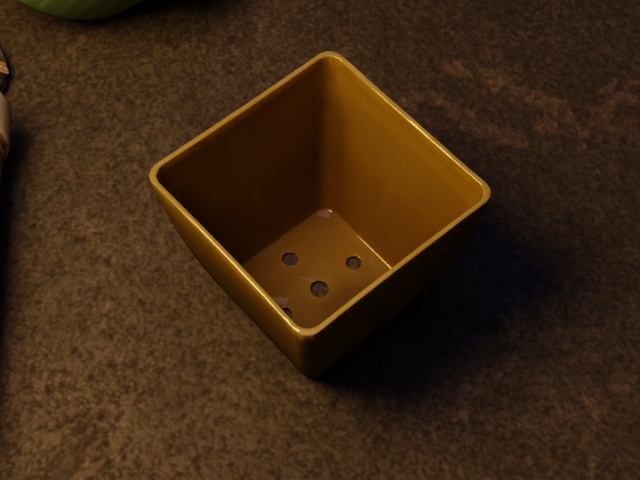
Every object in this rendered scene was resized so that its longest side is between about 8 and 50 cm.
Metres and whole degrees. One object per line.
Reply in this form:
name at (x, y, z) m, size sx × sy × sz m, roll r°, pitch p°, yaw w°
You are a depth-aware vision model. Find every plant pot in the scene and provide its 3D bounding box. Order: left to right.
plant pot at (0.000, 0.000, 1.120) m, size 0.212 × 0.187 × 0.212 m, roll -37°, pitch 65°, yaw -20°

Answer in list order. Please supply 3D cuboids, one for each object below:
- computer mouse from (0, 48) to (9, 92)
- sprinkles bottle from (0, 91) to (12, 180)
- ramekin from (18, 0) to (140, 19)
computer mouse at (-0.430, -0.172, 1.312) m, size 0.193 × 0.042 × 0.106 m, roll -21°, pitch 65°, yaw -19°
sprinkles bottle at (-0.361, 0.014, 1.151) m, size 0.121 × 0.121 × 0.355 m, roll -2°, pitch 59°, yaw -1°
ramekin at (-0.250, -0.382, 1.302) m, size 0.303 × 0.148 × 0.303 m, roll 14°, pitch 67°, yaw -36°
